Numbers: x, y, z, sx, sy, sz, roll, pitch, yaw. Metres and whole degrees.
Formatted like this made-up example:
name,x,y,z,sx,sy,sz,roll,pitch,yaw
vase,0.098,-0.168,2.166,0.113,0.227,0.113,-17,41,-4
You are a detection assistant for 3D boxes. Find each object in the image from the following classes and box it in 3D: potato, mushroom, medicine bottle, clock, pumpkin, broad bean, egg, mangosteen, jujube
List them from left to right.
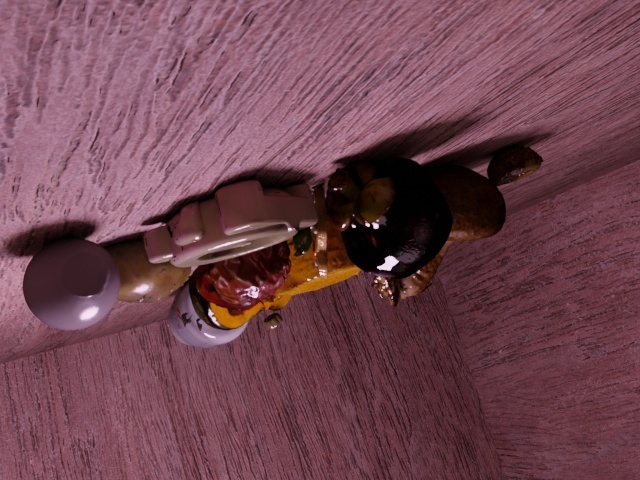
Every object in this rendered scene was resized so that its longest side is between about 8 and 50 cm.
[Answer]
name,x,y,z,sx,sy,sz,roll,pitch,yaw
egg,-0.481,0.085,1.480,0.176,0.176,0.232,-14,177,-26
potato,-0.399,0.074,1.751,0.191,0.141,0.296,-17,176,16
medicine bottle,-0.396,0.252,2.662,0.245,0.245,0.306,-14,172,-28
clock,-0.187,-0.030,1.590,0.309,0.114,0.284,-19,175,26
pumpkin,-0.259,0.111,2.247,0.325,0.242,0.232,-17,-157,-40
jujube,-0.205,0.065,1.898,0.216,0.216,0.342,-14,172,-26
broad bean,-0.053,-0.034,1.741,0.065,0.046,0.254,-44,-155,9
mangosteen,0.138,-0.063,1.626,0.233,0.288,0.287,-28,172,3
mushroom,0.302,-0.019,1.952,0.334,0.356,0.331,3,162,5

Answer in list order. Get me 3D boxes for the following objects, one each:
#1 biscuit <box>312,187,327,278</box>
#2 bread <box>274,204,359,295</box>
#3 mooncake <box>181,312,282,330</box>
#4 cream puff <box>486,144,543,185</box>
name,x,y,z,sx,sy,sz,roll,pitch,yaw
biscuit,-0.002,0.000,1.783,0.035,0.158,0.240,-1,137,0
bread,-0.018,0.028,2.061,0.336,0.204,0.358,-8,171,-27
mooncake,-0.268,0.246,2.320,0.346,0.057,0.150,-9,-164,13
cream puff,0.506,-0.202,2.014,0.149,0.084,0.149,-21,174,-2
